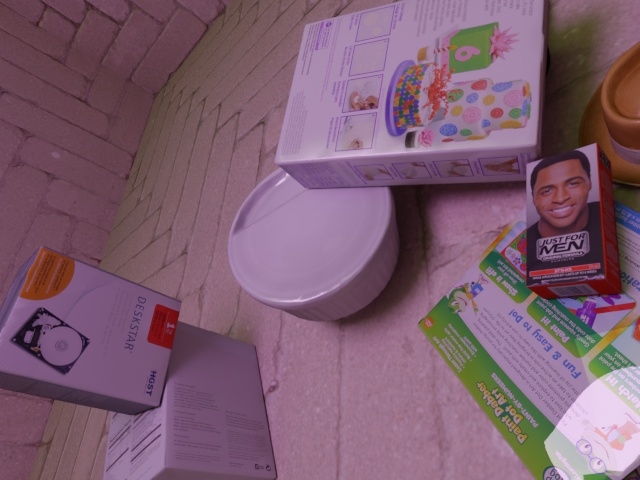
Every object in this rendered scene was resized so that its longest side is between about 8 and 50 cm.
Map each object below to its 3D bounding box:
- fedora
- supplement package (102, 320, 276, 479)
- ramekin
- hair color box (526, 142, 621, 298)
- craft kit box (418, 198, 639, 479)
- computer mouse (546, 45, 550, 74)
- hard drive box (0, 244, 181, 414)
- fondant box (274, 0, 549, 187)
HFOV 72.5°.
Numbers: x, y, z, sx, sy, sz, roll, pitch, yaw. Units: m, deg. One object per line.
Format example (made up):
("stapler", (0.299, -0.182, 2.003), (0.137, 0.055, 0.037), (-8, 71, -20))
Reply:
("fedora", (0.352, -0.154, 0.446), (0.194, 0.079, 0.194), (-30, 46, 37))
("supplement package", (-0.233, 0.319, 0.766), (0.198, 0.199, 0.263), (-45, 38, 21))
("ramekin", (0.000, 0.000, 0.687), (0.272, 0.127, 0.273), (-14, 54, 19))
("hair color box", (0.246, -0.018, 0.431), (0.072, 0.043, 0.141), (-16, 55, 47))
("craft kit box", (0.252, 0.087, 0.438), (0.247, 0.061, 0.250), (-49, 37, 14))
("computer mouse", (0.265, -0.311, 0.664), (0.188, 0.072, 0.272), (-19, 53, 43))
("hard drive box", (-0.348, 0.143, 0.657), (0.089, 0.232, 0.181), (-27, 47, 34))
("fondant box", (0.117, -0.198, 0.586), (0.330, 0.096, 0.239), (2, 72, 30))
